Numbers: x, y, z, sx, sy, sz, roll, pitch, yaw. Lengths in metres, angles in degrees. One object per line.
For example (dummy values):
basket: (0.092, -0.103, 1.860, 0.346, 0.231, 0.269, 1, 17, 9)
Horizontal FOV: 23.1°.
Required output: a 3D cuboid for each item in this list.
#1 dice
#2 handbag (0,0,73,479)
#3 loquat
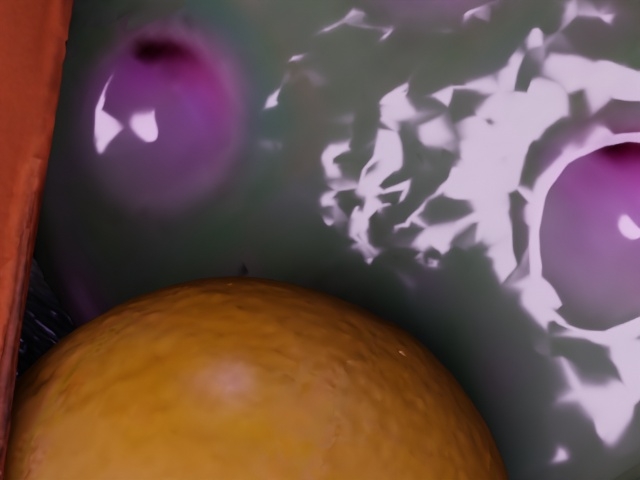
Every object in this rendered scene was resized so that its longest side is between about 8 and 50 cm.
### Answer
dice: (0.063, -0.029, 0.769, 0.322, 0.330, 0.318, 57, 15, 6)
handbag: (-0.259, -0.032, 0.382, 0.410, 0.116, 0.304, 24, 59, -37)
loquat: (-0.031, 0.111, 0.533, 0.208, 0.208, 0.208, 34, 15, -10)
